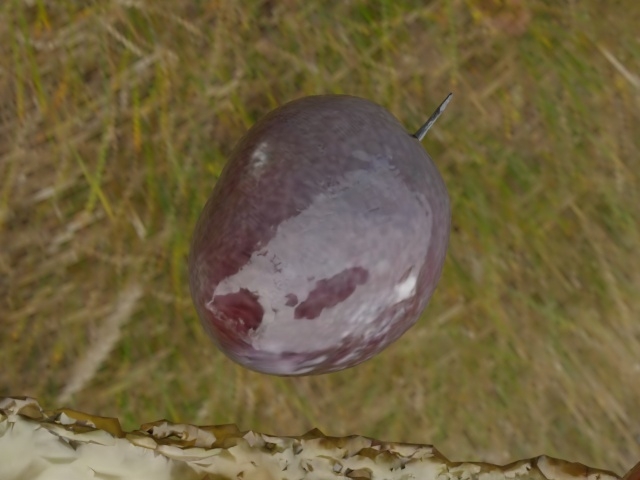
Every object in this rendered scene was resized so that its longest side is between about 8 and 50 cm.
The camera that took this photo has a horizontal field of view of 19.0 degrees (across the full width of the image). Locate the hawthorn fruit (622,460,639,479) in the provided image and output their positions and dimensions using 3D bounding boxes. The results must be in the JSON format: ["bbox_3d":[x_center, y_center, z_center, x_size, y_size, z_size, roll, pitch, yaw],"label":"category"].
[{"bbox_3d":[0.262,0.224,1.227,0.262,0.210,0.210,-55,139,-30],"label":"hawthorn fruit"}]

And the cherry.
[{"bbox_3d":[0.000,0.000,1.444,0.266,0.183,0.213,-34,136,-42],"label":"cherry"}]

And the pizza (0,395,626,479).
[{"bbox_3d":[-0.051,0.070,0.403,0.251,0.074,0.287,-1,168,21],"label":"pizza"}]
